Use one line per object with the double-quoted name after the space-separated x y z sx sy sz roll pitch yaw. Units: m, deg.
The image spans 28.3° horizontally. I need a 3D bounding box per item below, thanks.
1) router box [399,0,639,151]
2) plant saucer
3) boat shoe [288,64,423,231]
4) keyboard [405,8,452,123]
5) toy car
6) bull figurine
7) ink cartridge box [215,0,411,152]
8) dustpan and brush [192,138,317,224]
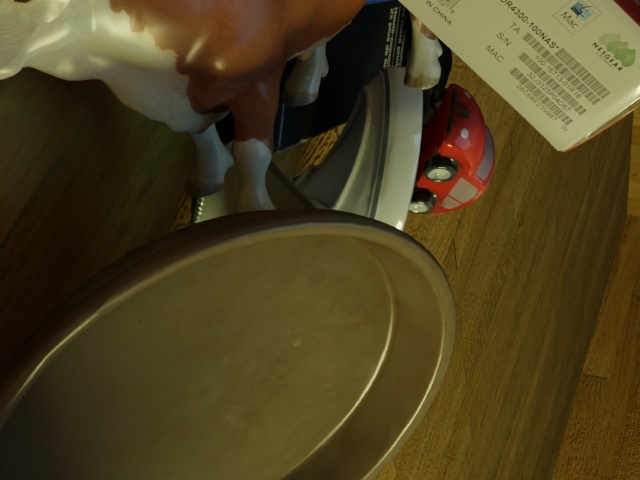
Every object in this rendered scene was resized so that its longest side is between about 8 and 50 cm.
0.070 -0.256 0.656 0.082 0.335 0.301 -39 -165 44 "router box"
-0.055 0.088 0.661 0.277 0.041 0.278 -20 138 -19 "plant saucer"
0.000 0.000 0.844 0.095 0.084 0.258 -98 -158 -62 "boat shoe"
0.078 -0.170 0.956 0.180 0.023 0.108 81 22 -45 "keyboard"
0.067 -0.030 0.921 0.225 0.053 0.239 -94 -161 -61 "toy car"
-0.035 -0.118 0.642 0.310 0.101 0.188 -40 136 -38 "bull figurine"
0.022 -0.182 0.920 0.371 0.069 0.176 -37 135 -66 "ink cartridge box"
-0.043 0.056 0.805 0.060 0.147 0.211 -29 154 -29 "dustpan and brush"
